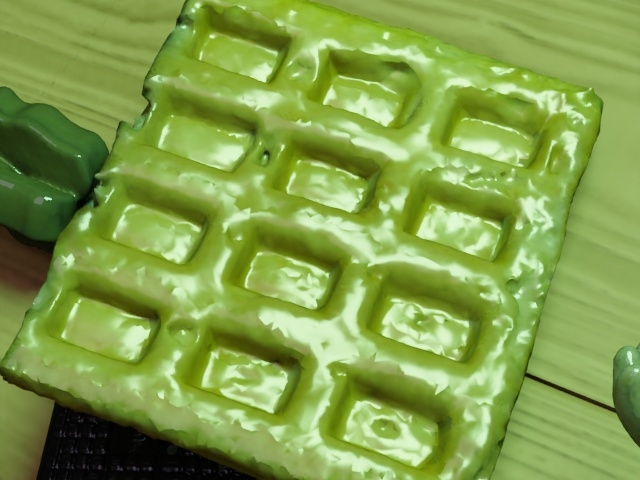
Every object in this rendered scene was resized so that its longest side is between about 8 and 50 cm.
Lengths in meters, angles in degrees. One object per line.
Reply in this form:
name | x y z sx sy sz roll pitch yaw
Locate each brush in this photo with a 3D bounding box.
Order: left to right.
brush | -0.105 -0.006 0.701 0.301 0.084 0.071 29 79 21

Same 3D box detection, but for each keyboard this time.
keyboard | -0.048 0.109 0.656 0.198 0.010 0.064 -1 62 16

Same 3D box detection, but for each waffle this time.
waffle | 0.000 0.000 0.634 0.221 0.055 0.248 20 64 7

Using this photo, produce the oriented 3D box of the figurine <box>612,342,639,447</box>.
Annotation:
figurine | 0.200 0.138 0.479 0.224 0.205 0.382 11 51 42
